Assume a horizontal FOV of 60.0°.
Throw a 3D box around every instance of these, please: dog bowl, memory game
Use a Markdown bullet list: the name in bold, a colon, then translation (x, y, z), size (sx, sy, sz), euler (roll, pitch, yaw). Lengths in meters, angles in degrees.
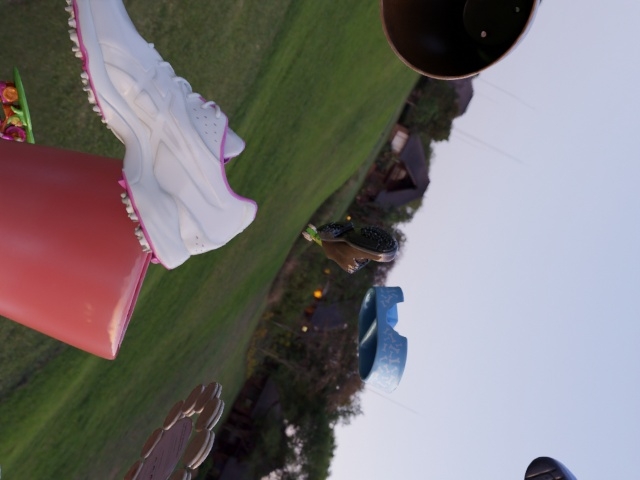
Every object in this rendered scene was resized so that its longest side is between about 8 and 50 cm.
- **dog bowl**: translation (0.152, 0.241, 1.417), size (0.297, 0.074, 0.166), euler (-87, -165, -45)
- **memory game**: translation (-0.155, 0.222, 0.551), size (0.186, 0.012, 0.186), euler (-45, -163, 18)

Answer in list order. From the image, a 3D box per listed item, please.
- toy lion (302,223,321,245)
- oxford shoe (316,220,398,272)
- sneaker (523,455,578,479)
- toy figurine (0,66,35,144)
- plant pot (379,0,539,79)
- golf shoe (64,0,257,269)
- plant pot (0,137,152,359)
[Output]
- **toy lion**: translation (0.000, 0.000, 1.441), size (0.034, 0.096, 0.100), euler (-52, 174, -4)
- **oxford shoe**: translation (0.082, 0.021, 1.129), size (0.227, 0.082, 0.096), euler (15, -59, 59)
- **sneaker**: translation (0.224, 0.241, 0.463), size (0.059, 0.144, 0.053), euler (-24, 170, -43)
- **toy figurine**: translation (-0.665, -0.246, 1.090), size (0.130, 0.159, 0.173), euler (40, -43, 47)
- **plant pot**: translation (0.233, -0.353, 0.828), size (0.230, 0.215, 0.215), euler (-26, 148, -56)
- **golf shoe**: translation (-0.163, -0.130, 0.585), size (0.115, 0.140, 0.306), euler (-153, -135, -74)
- **plant pot**: translation (-0.345, -0.003, 0.724), size (0.275, 0.243, 0.275), euler (-162, -90, -75)
